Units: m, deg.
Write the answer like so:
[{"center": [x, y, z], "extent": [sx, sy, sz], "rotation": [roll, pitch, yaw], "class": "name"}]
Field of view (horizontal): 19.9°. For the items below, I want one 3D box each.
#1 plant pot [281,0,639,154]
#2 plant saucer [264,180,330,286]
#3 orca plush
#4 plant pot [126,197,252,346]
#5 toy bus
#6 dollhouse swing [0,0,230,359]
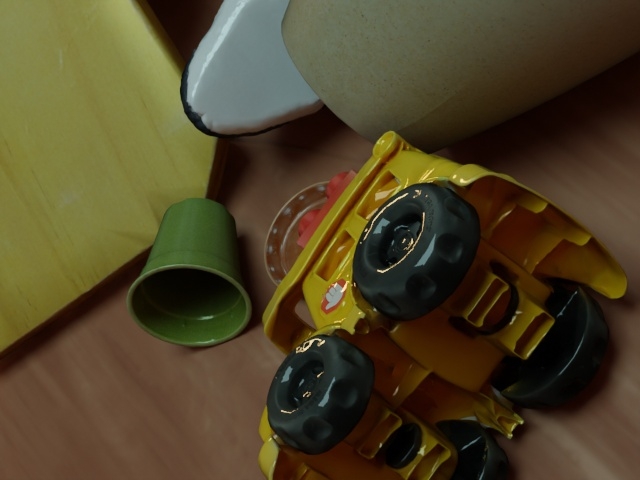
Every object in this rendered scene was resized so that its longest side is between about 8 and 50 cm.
[{"center": [0.112, -0.184, 1.105], "extent": [0.274, 0.256, 0.256], "rotation": [-45, 46, 24], "class": "plant pot"}, {"center": [0.000, 0.000, 1.215], "extent": [0.083, 0.013, 0.083], "rotation": [-18, 57, 29], "class": "plant saucer"}, {"center": [0.008, -0.185, 1.259], "extent": [0.287, 0.151, 0.102], "rotation": [-58, 16, -2], "class": "orca plush"}, {"center": [-0.085, 0.015, 1.233], "extent": [0.083, 0.083, 0.079], "rotation": [-22, 42, 26], "class": "plant pot"}, {"center": [0.037, 0.047, 1.085], "extent": [0.220, 0.149, 0.211], "rotation": [-55, 34, 1], "class": "toy bus"}, {"center": [-0.227, -0.122, 1.423], "extent": [0.347, 0.305, 0.315], "rotation": [-35, 8, 16], "class": "dollhouse swing"}]
